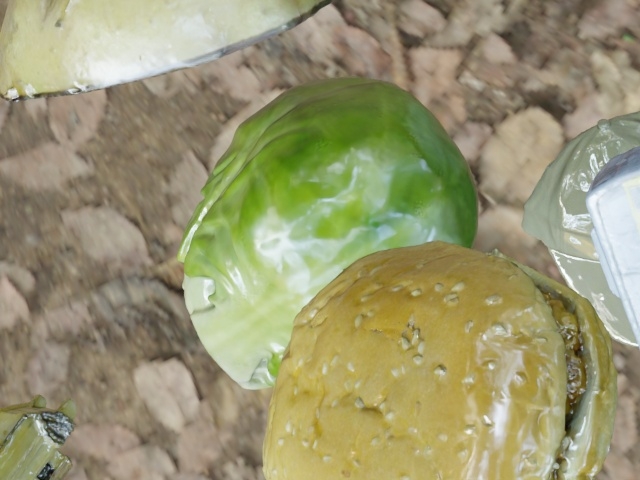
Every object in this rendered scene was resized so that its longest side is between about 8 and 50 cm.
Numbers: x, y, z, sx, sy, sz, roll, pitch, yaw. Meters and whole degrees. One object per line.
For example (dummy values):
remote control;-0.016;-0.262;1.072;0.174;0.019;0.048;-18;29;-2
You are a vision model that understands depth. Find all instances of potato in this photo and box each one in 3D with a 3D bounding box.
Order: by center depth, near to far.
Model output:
potato;-0.132;-0.205;1.430;0.299;0.239;0.116;-5;109;32

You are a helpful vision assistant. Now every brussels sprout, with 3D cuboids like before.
brussels sprout;0.003;0.001;1.875;0.281;0.289;0.355;38;111;-24

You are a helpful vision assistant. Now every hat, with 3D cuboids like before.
hat;0.290;-0.009;1.625;0.166;0.173;0.144;-30;148;-8

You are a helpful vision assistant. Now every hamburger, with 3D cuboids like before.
hamburger;0.079;0.128;1.382;0.145;0.283;0.259;12;83;-37

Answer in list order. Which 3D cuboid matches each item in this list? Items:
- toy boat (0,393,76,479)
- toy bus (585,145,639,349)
toy boat;-0.284;0.228;1.560;0.088;0.068;0.226;52;58;-35
toy bus;0.221;0.032;1.103;0.075;0.064;0.190;-16;106;27
